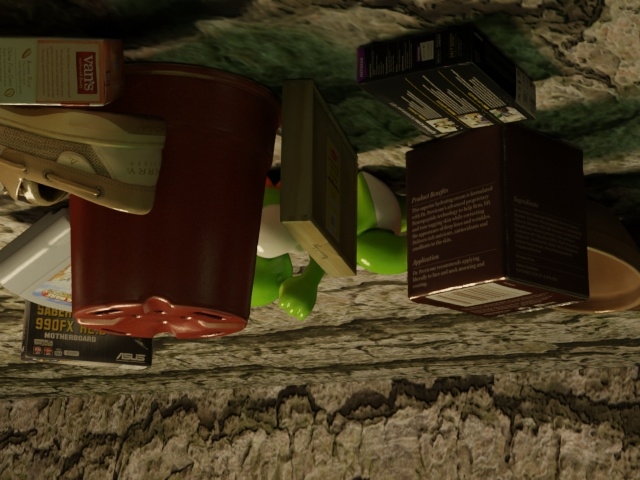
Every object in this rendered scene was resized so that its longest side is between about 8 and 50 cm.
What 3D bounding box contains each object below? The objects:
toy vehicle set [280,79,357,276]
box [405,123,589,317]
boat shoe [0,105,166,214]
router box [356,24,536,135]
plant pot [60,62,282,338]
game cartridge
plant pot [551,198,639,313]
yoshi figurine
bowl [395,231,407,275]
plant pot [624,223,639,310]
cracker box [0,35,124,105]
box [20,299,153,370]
[{"bbox_3d":[0.002,-0.066,1.472,0.035,0.166,0.267,-3,164,12],"label":"toy vehicle set"},{"bbox_3d":[0.222,-0.021,1.552,0.167,0.203,0.168,14,161,-40],"label":"box"},{"bbox_3d":[-0.309,-0.092,1.307,0.341,0.110,0.122,10,-172,38],"label":"boat shoe"},{"bbox_3d":[0.138,-0.167,1.317,0.133,0.046,0.179,-7,163,29],"label":"router box"},{"bbox_3d":[-0.179,-0.031,1.426,0.272,0.265,0.272,1,165,0],"label":"plant pot"},{"bbox_3d":[-0.373,0.043,1.988,0.198,0.062,0.297,-38,149,21],"label":"game cartridge"},{"bbox_3d":[0.365,0.010,1.784,0.237,0.109,0.237,14,157,6],"label":"plant pot"},{"bbox_3d":[0.001,0.017,1.746,0.362,0.203,0.203,3,172,4],"label":"yoshi figurine"},{"bbox_3d":[0.118,0.018,1.995,0.142,0.053,0.142,17,158,-41],"label":"bowl"},{"bbox_3d":[0.499,0.041,1.874,0.167,0.167,0.165,14,167,-40],"label":"plant pot"},{"bbox_3d":[-0.316,-0.167,1.199,0.232,0.067,0.156,0,-171,-2],"label":"cracker box"},{"bbox_3d":[-0.417,0.134,2.217,0.231,0.183,0.056,8,164,-22],"label":"box"}]
